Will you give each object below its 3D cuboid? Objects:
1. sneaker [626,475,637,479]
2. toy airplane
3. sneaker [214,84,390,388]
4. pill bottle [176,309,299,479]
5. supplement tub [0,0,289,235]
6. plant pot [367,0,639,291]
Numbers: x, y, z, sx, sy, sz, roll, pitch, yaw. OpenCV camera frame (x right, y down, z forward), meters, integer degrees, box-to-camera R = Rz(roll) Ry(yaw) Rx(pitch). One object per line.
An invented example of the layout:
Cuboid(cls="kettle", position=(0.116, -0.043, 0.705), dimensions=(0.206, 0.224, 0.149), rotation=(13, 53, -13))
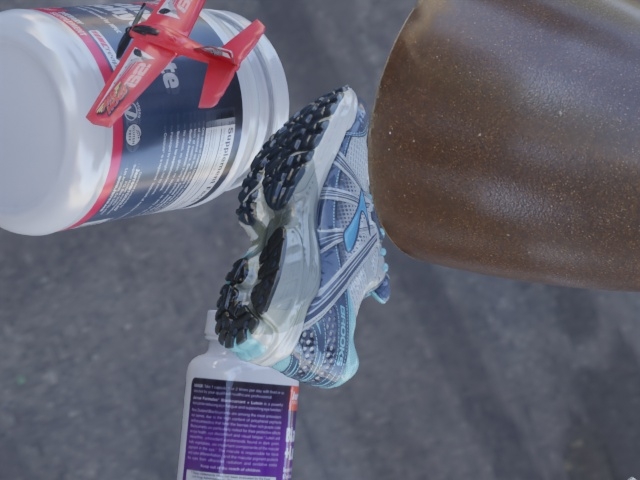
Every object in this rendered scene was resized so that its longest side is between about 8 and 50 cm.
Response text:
Cuboid(cls="sneaker", position=(0.248, 0.234, 1.569), dimensions=(0.167, 0.065, 0.076), rotation=(-1, 88, -9))
Cuboid(cls="toy airplane", position=(-0.089, -0.130, 1.250), dimensions=(0.028, 0.151, 0.151), rotation=(40, 45, -36))
Cuboid(cls="sneaker", position=(0.000, 0.000, 1.539), dimensions=(0.122, 0.110, 0.283), rotation=(35, 50, -25))
Cuboid(cls="pill bottle", position=(-0.076, 0.165, 1.780), dimensions=(0.108, 0.108, 0.193), rotation=(9, 85, -49))
Cuboid(cls="supplement tub", position=(-0.177, -0.113, 1.659), dimensions=(0.272, 0.191, 0.191), rotation=(-13, 83, -51))
Cuboid(cls="plant pot", position=(0.185, -0.053, 1.163), dimensions=(0.215, 0.230, 0.215), rotation=(-26, 127, -41))
